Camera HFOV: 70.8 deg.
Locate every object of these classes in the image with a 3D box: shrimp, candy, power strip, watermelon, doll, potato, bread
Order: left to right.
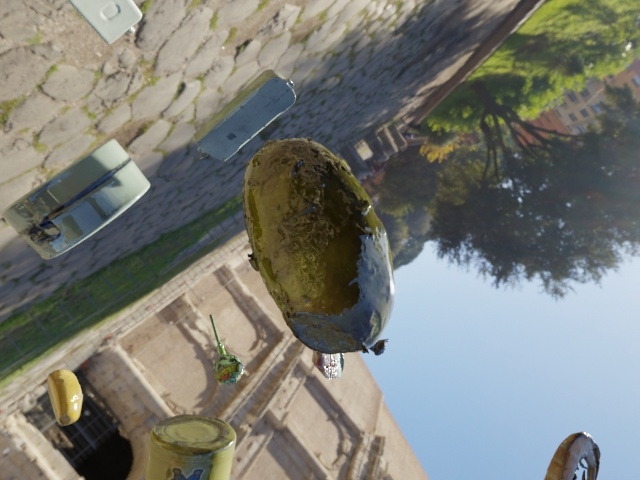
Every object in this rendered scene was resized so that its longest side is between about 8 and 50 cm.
[{"bbox_3d":[-0.531,0.325,0.942,0.056,0.115,0.082,-13,147,-38],"label":"bread"},{"bbox_3d":[-0.638,-0.110,1.180,0.357,0.161,0.358,-27,-156,13],"label":"power strip"},{"bbox_3d":[-0.429,-0.476,0.795,0.098,0.058,0.338,-42,163,-3],"label":"power strip"},{"bbox_3d":[-0.326,0.346,1.488,0.091,0.083,0.305,-23,-139,-9],"label":"candy"},{"bbox_3d":[-0.141,-0.218,0.812,0.226,0.029,0.080,-36,149,16],"label":"power strip"},{"bbox_3d":[0.000,0.000,0.467,0.149,0.251,0.113,-4,149,-34],"label":"potato"},{"bbox_3d":[0.012,0.286,1.226,0.081,0.180,0.094,-10,160,11],"label":"watermelon"},{"bbox_3d":[0.190,0.389,1.720,0.057,0.139,0.165,-49,179,25],"label":"doll"},{"bbox_3d":[0.358,0.367,0.654,0.034,0.124,0.178,7,-113,58],"label":"shrimp"}]

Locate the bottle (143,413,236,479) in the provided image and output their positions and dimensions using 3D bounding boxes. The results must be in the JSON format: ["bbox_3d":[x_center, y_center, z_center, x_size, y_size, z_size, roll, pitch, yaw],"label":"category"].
[{"bbox_3d":[-0.273,0.550,0.895,0.171,0.352,0.171,7,179,0],"label":"bottle"}]
